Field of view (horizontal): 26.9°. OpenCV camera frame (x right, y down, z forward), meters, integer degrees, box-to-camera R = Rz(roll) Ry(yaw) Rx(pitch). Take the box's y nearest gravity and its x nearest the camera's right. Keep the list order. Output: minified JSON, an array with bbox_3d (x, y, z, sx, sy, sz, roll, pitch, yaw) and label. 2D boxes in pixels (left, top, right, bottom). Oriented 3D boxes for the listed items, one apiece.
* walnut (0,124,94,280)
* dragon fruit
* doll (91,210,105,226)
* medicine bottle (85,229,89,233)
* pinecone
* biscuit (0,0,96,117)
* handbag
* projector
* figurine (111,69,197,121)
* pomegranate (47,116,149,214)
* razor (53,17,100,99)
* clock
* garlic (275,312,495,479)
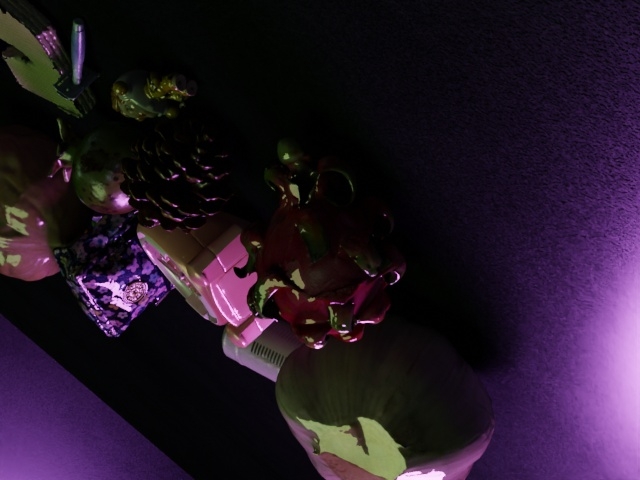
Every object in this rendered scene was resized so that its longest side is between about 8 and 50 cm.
[{"bbox_3d":[-0.509,-0.067,2.296,0.273,0.273,0.227,24,-170,32],"label":"walnut"},{"bbox_3d":[0.004,0.002,1.711,0.218,0.272,0.198,21,-162,27],"label":"dragon fruit"},{"bbox_3d":[-0.359,-0.011,2.423,0.190,0.050,0.115,0,134,55],"label":"doll"},{"bbox_3d":[-0.458,0.020,2.621,0.260,0.064,0.095,43,158,-15],"label":"medicine bottle"},{"bbox_3d":[-0.193,-0.096,1.857,0.174,0.173,0.173,32,158,14],"label":"pinecone"},{"bbox_3d":[-0.430,-0.289,1.964,0.147,0.046,0.250,26,157,31],"label":"biscuit"},{"bbox_3d":[-0.326,0.043,2.273,0.127,0.208,0.228,38,159,39],"label":"handbag"},{"bbox_3d":[-0.009,0.217,2.255,0.338,0.108,0.108,24,155,31],"label":"projector"},{"bbox_3d":[-0.229,-0.202,1.803,0.101,0.068,0.143,15,165,-18],"label":"figurine"},{"bbox_3d":[-0.326,-0.113,2.013,0.169,0.148,0.148,10,154,5],"label":"pomegranate"},{"bbox_3d":[-0.343,-0.265,1.886,0.040,0.068,0.135,31,146,10],"label":"razor"},{"bbox_3d":[-0.180,0.018,2.100,0.241,0.142,0.227,33,160,39],"label":"clock"},{"bbox_3d":[0.098,0.239,1.951,0.318,0.259,0.317,10,115,22],"label":"garlic"}]
